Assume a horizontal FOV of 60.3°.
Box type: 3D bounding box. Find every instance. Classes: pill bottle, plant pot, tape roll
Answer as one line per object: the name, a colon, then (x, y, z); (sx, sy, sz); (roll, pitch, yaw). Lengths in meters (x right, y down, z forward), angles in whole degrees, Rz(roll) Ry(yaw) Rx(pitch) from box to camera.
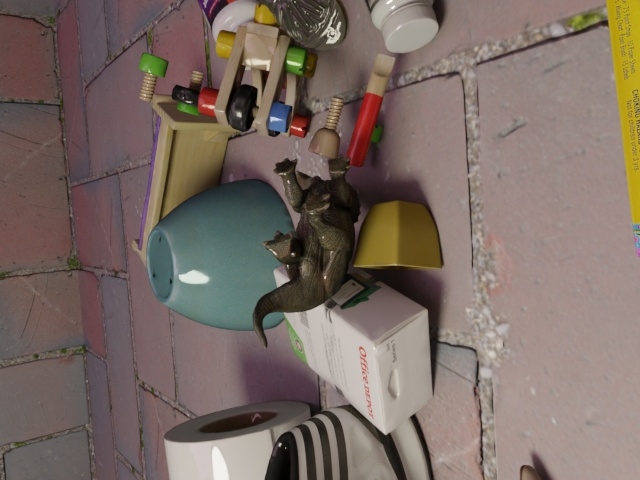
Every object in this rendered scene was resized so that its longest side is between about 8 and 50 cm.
pill bottle: (-0.143, -0.388, 0.939); (0.108, 0.108, 0.193); (-50, 57, 45)
pill bottle: (0.090, -0.303, 0.663); (0.078, 0.078, 0.137); (-32, 70, 51)
plant pot: (0.098, -0.006, 0.698); (0.082, 0.081, 0.083); (-4, 82, 54)
plant pot: (-0.200, 0.035, 1.006); (0.290, 0.196, 0.290); (10, 103, 52)
tape roll: (-0.124, 0.380, 0.911); (0.246, 0.246, 0.169); (-15, 82, 53)

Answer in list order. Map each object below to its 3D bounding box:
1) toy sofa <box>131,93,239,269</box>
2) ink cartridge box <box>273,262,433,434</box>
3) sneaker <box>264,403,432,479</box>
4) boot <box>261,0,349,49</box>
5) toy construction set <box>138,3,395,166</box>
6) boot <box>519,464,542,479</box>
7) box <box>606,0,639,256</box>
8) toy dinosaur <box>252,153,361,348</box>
toy sofa: (-0.296, -0.123, 1.151); (0.177, 0.150, 0.362); (46, 130, 38)
ink cartridge box: (0.042, 0.126, 0.742); (0.219, 0.093, 0.160); (31, 140, 46)
sneaker: (0.048, 0.434, 0.675); (0.169, 0.258, 0.447); (-41, 63, 48)
boot: (-0.001, -0.323, 0.688); (0.189, 0.208, 0.076); (45, 125, 4)
toy construction set: (-0.033, -0.252, 0.750); (0.309, 0.257, 0.237); (23, 102, 28)
boot: (0.259, 0.289, 0.559); (0.087, 0.042, 0.118); (-24, 76, 46)
box: (0.328, -0.149, 0.283); (0.279, 0.177, 0.289); (-8, 89, 53)
toy dinosaur: (0.000, 0.000, 0.672); (0.121, 0.160, 0.313); (-10, 48, 16)
